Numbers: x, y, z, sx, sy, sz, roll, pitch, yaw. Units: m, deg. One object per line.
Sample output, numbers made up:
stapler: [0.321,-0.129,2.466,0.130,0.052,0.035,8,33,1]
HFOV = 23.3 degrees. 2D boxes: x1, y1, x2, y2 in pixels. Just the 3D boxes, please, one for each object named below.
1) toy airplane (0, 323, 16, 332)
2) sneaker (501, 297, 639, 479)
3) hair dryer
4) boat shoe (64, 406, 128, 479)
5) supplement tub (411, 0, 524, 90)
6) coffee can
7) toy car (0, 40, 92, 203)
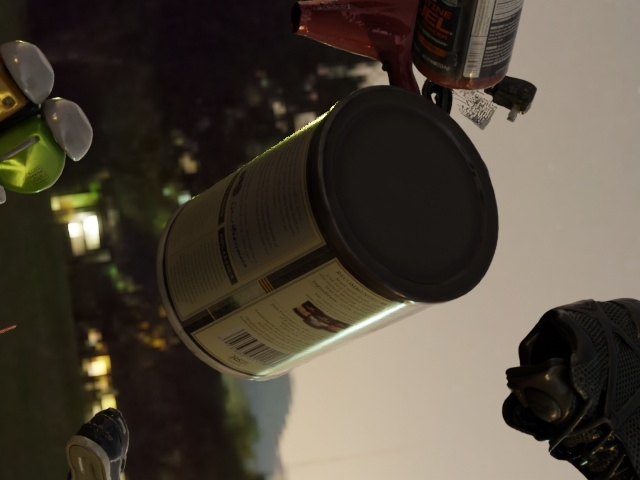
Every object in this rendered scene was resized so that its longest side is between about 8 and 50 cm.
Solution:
toy airplane: [-0.385,0.114,1.591,0.028,0.151,0.151,58,-10,6]
sneaker: [0.191,0.144,1.036,0.087,0.130,0.227,-38,-121,47]
hair dryer: [0.097,-0.186,1.715,0.223,0.293,0.080,-54,177,-40]
boat shoe: [-0.293,0.306,2.080,0.233,0.084,0.079,103,13,-53]
supplement tub: [0.153,-0.255,1.547,0.106,0.106,0.198,-104,-163,-47]
coffee can: [0.000,0.000,1.448,0.275,0.201,0.201,-28,-114,48]
toy car: [-0.355,-0.140,1.739,0.182,0.159,0.136,58,3,-30]
